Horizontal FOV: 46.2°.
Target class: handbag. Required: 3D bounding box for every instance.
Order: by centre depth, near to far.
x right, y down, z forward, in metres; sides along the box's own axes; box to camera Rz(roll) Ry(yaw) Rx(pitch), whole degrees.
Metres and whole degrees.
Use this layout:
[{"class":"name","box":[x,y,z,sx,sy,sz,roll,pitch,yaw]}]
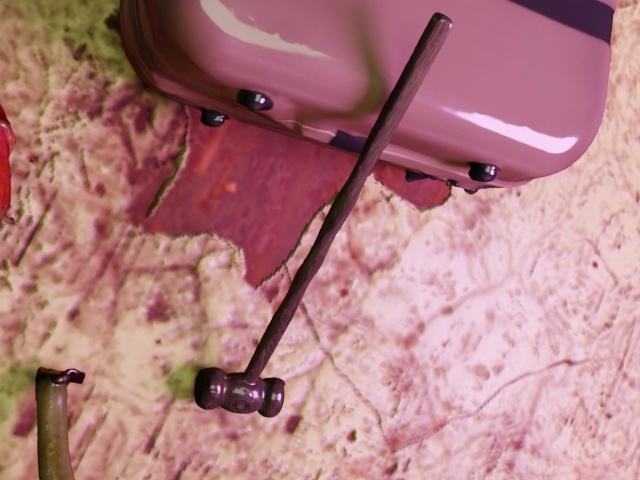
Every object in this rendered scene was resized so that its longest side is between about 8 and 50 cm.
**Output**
[{"class":"handbag","box":[0.046,-0.190,0.479,0.302,0.149,0.283,14,84,-21]}]

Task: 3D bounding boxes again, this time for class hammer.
[{"class":"hammer","box":[0.000,0.000,0.444,0.058,0.029,0.292,13,122,-25]}]

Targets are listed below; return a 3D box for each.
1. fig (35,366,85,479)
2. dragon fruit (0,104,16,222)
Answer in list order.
[{"class":"fig","box":[-0.113,0.199,0.427,0.151,0.151,0.259,-25,97,-20]},{"class":"dragon fruit","box":[-0.222,-0.031,0.383,0.136,0.133,0.165,8,80,17]}]
